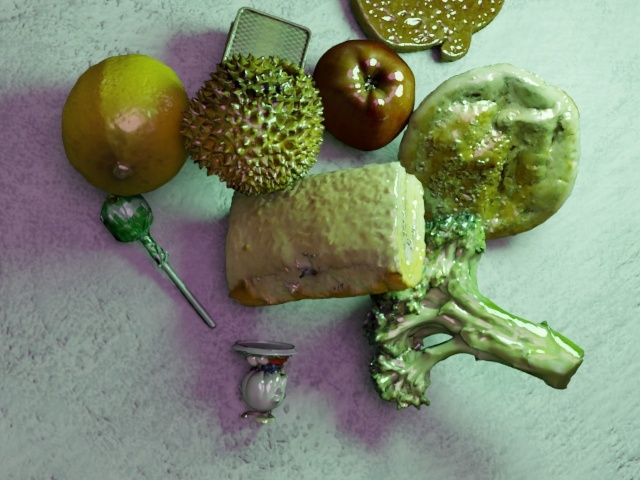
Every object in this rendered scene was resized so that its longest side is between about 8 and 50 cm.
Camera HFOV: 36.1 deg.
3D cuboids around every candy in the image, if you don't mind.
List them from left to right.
[{"bbox_3d":[-0.301,0.040,1.887,0.097,0.097,0.323,-40,98,-18],"label":"candy"}]

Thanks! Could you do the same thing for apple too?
[{"bbox_3d":[0.084,-0.297,1.968,0.234,0.234,0.234,3,78,-13],"label":"apple"}]

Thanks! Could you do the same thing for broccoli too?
[{"bbox_3d":[0.291,0.115,1.873,0.397,0.275,0.353,-4,108,23],"label":"broccoli"}]

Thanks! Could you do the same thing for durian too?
[{"bbox_3d":[-0.108,-0.217,1.752,0.258,0.258,0.293,42,32,-2],"label":"durian"}]

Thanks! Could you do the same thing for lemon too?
[{"bbox_3d":[-0.355,-0.219,1.823,0.245,0.245,0.320,8,39,-12],"label":"lemon"}]

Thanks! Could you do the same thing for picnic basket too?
[{"bbox_3d":[-0.127,-0.317,1.963,0.165,0.139,0.267,17,74,-10],"label":"picnic basket"}]

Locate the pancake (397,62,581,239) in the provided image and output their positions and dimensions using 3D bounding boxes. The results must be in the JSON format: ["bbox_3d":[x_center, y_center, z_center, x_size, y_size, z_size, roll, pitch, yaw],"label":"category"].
[{"bbox_3d":[0.338,-0.164,1.961,0.386,0.082,0.387,0,119,0],"label":"pancake"}]

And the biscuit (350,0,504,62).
[{"bbox_3d":[0.242,-0.536,2.144,0.367,0.063,0.314,-22,87,-18],"label":"biscuit"}]

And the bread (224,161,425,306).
[{"bbox_3d":[0.000,0.000,1.823,0.375,0.165,0.237,-6,70,29],"label":"bread"}]

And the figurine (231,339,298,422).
[{"bbox_3d":[-0.113,0.272,1.862,0.132,0.132,0.154,4,91,-13],"label":"figurine"}]
